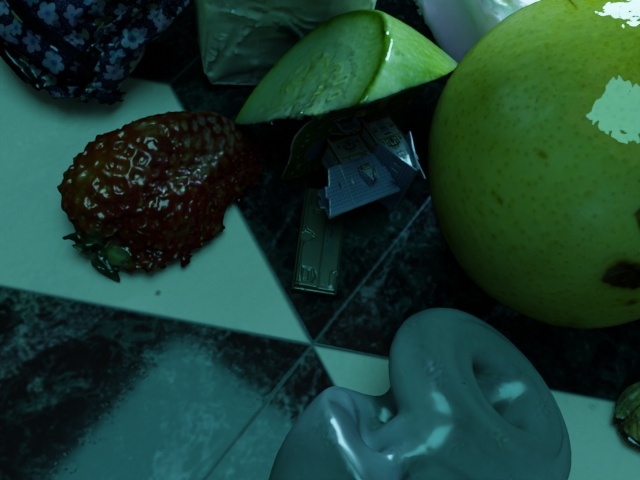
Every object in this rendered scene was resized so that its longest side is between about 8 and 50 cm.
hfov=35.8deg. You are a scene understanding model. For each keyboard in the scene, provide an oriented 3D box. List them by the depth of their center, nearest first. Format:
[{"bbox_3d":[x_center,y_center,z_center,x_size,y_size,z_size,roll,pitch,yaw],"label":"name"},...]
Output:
[{"bbox_3d":[0.000,0.000,1.090,0.049,0.015,0.129,10,60,-6],"label":"keyboard"}]

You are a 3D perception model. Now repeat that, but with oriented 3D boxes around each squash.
[{"bbox_3d":[0.057,-0.163,1.063,0.155,0.236,0.204,42,68,-32],"label":"squash"}]

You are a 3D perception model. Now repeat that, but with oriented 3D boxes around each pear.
[{"bbox_3d":[0.278,-0.086,0.986,0.348,0.348,0.349,3,61,-5],"label":"pear"}]

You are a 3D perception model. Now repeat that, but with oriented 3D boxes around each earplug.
[{"bbox_3d":[0.096,0.191,0.917,0.325,0.175,0.214,-28,73,-30],"label":"earplug"}]

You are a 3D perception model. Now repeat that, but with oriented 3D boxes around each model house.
[{"bbox_3d":[0.054,-0.086,1.078,0.167,0.117,0.088,-20,68,-29],"label":"model house"}]

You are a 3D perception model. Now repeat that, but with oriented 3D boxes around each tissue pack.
[{"bbox_3d":[-0.054,-0.410,1.152,0.207,0.297,0.381,-2,59,-12],"label":"tissue pack"}]

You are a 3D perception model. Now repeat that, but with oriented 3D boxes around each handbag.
[{"bbox_3d":[-0.281,-0.274,1.110,0.208,0.127,0.229,-46,80,15],"label":"handbag"}]

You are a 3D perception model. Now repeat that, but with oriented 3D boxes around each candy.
[{"bbox_3d":[0.198,-0.300,1.199,0.115,0.155,0.265,-15,64,-18],"label":"candy"}]

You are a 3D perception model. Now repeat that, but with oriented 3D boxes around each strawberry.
[{"bbox_3d":[-0.173,-0.076,1.059,0.175,0.107,0.236,27,61,8],"label":"strawberry"}]

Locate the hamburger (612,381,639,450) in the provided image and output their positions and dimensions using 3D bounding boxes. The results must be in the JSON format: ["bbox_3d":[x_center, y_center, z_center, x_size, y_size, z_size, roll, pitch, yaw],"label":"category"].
[{"bbox_3d":[0.394,0.177,0.986,0.176,0.102,0.087,27,49,9],"label":"hamburger"}]
